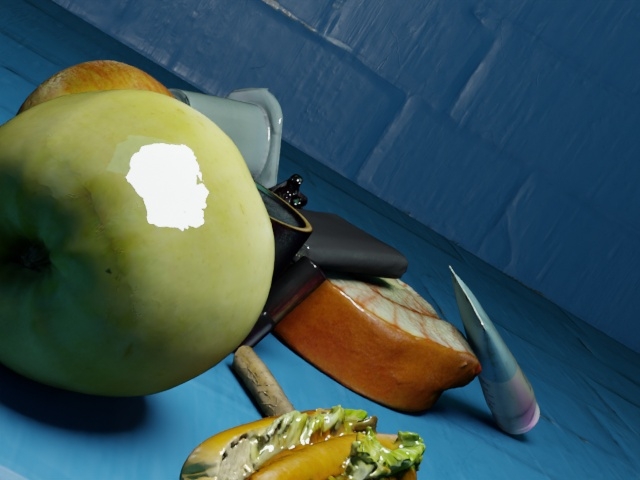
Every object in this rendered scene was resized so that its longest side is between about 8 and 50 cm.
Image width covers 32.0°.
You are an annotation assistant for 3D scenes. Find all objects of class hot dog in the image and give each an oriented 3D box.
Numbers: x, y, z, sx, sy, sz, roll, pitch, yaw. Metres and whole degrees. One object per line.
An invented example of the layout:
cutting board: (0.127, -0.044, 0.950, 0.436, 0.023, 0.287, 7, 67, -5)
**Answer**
hot dog: (0.004, 0.191, 0.925, 0.135, 0.100, 0.337, 35, 10, 21)

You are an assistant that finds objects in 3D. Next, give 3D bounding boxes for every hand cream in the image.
hand cream: (0.240, 0.158, 1.535, 0.312, 0.070, 0.111, 63, 3, -48)

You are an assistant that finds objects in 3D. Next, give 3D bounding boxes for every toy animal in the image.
toy animal: (-0.090, -0.017, 1.832, 0.210, 0.121, 0.117, -68, 146, -64)

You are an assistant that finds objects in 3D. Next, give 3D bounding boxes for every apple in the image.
apple: (-0.170, 0.000, 0.903, 0.262, 0.262, 0.262, 32, 9, -6)
apple: (-0.241, -0.095, 1.257, 0.211, 0.211, 0.188, 25, 6, -37)

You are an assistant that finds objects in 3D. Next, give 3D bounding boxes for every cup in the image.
cup: (-0.093, 0.035, 1.173, 0.239, 0.177, 0.166, 29, 9, -22)

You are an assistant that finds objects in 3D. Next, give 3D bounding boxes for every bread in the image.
bread: (0.042, 0.095, 1.511, 0.295, 0.114, 0.327, 26, 12, -27)

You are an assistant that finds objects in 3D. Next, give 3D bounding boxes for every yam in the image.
yam: (-0.055, 0.153, 1.137, 0.032, 0.032, 0.145, 26, 12, -35)

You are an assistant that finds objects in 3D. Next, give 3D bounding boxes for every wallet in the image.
wallet: (0.000, 0.000, 1.415, 0.149, 0.044, 0.250, 33, 15, 30)

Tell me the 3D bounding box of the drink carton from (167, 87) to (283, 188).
drink carton: (-0.197, -0.183, 1.930, 0.190, 0.191, 0.185, 5, 3, -39)
